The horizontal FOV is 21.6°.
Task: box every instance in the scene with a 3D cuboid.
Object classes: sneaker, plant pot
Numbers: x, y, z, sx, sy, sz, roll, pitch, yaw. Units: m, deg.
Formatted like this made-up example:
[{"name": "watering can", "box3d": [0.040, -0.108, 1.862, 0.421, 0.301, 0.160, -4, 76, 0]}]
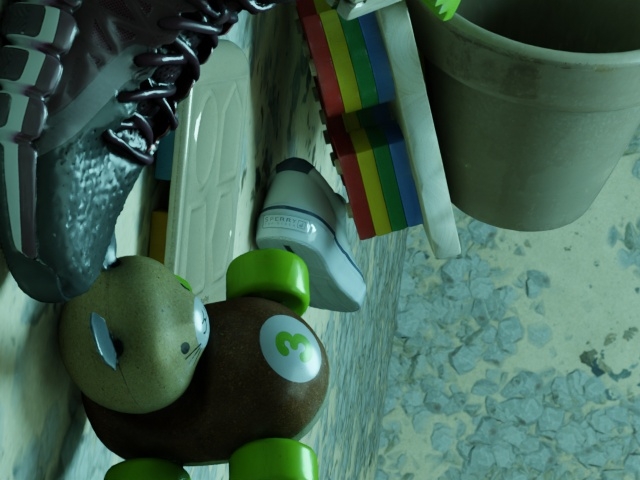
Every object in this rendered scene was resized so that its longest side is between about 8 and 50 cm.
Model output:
[{"name": "sneaker", "box3d": [-0.062, -0.103, 0.812, 0.106, 0.162, 0.281, 33, 64, -81]}, {"name": "sneaker", "box3d": [0.000, 0.000, 1.596, 0.258, 0.094, 0.091, 72, 30, -70]}, {"name": "plant pot", "box3d": [0.193, -0.137, 1.500, 0.263, 0.263, 0.229, -73, 173, -52]}]

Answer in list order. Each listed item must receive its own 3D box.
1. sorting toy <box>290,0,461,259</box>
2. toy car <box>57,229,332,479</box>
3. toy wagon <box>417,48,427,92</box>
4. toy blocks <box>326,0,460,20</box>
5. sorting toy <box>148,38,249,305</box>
[{"name": "sorting toy", "box3d": [0.037, -0.144, 1.513, 0.257, 0.089, 0.255, -104, 179, -58]}, {"name": "toy car", "box3d": [-0.084, 0.054, 0.934, 0.188, 0.148, 0.155, 62, 21, -55]}, {"name": "toy wagon", "box3d": [0.079, -0.210, 1.747, 0.344, 0.068, 0.267, -129, -159, -58]}, {"name": "toy blocks", "box3d": [0.040, -0.287, 1.148, 0.261, 0.191, 0.381, -27, 154, -38]}, {"name": "sorting toy", "box3d": [-0.087, -0.037, 1.181, 0.193, 0.038, 0.208, -40, 132, -79]}]
